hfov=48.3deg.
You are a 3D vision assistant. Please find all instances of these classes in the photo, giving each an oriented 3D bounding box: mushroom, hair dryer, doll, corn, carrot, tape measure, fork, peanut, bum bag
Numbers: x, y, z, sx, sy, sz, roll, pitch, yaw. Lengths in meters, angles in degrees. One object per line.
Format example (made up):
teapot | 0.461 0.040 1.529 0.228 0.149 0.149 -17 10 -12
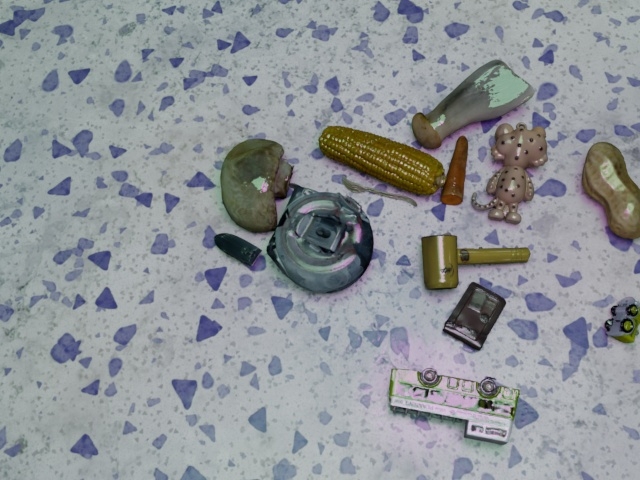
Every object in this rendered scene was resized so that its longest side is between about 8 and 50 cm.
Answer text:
mushroom | -0.182 -0.169 1.907 0.190 0.164 0.266 12 71 8
hair dryer | 0.398 0.054 1.824 0.279 0.090 0.134 -2 81 -6
doll | 0.508 -0.182 1.896 0.154 0.119 0.277 20 82 12
corn | 0.166 -0.220 1.924 0.363 0.120 0.120 22 73 12
carrot | 0.372 -0.198 1.938 0.061 0.061 0.209 11 67 8
tape measure | 0.000 0.000 1.840 0.275 0.147 0.256 20 73 12
fork | 0.158 -0.127 1.940 0.220 0.034 0.028 20 46 10
peanut | 0.757 -0.128 1.849 0.125 0.111 0.274 -19 69 2
mushroom | 0.406 -0.365 1.955 0.329 0.122 0.159 -34 45 -6
bum bag | 0.391 0.190 1.807 0.109 0.026 0.159 31 69 14

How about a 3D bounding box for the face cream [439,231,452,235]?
face cream | 0.309 0.009 1.879 0.083 0.021 0.040 -21 71 -3

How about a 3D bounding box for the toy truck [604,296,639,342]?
toy truck | 0.758 0.196 1.753 0.077 0.076 0.111 33 76 -10

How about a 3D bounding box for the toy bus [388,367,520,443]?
toy bus | 0.310 0.386 1.695 0.302 0.113 0.139 9 71 10

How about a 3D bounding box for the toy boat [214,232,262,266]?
toy boat | -0.227 0.017 1.899 0.141 0.060 0.055 26 74 20
